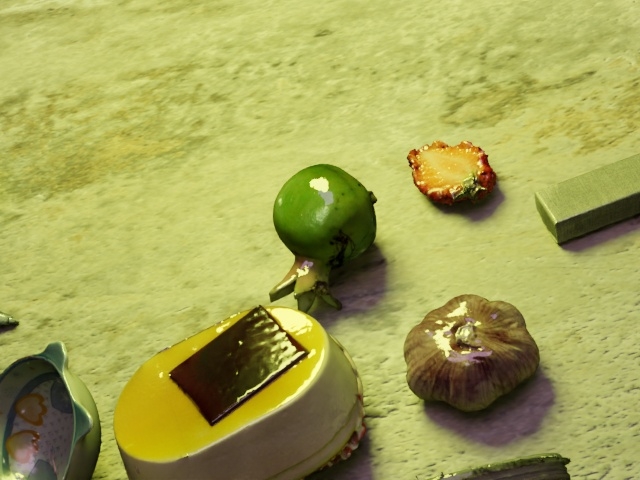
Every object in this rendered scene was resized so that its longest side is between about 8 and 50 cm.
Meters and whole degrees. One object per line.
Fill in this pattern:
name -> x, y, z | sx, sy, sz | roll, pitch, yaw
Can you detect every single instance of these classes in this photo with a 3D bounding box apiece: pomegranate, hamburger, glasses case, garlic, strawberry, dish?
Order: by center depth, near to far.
hamburger -> -0.096, 0.203, 1.342 | 0.295, 0.151, 0.227 | -27, 43, -1
garlic -> 0.176, 0.128, 1.352 | 0.159, 0.102, 0.147 | -8, 48, 9
dish -> -0.319, 0.253, 1.381 | 0.236, 0.086, 0.228 | -52, 50, 21
pomegranate -> 0.000, 0.000, 1.484 | 0.131, 0.152, 0.191 | 10, 69, 25
glasses case -> 0.388, -0.063, 1.488 | 0.205, 0.047, 0.070 | -21, 44, -1
strawberry -> 0.180, -0.091, 1.574 | 0.104, 0.048, 0.152 | -37, 37, -7

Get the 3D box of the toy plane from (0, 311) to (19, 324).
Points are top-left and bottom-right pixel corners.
toy plane -> -0.555, 0.092, 1.588 | 0.267, 0.088, 0.212 | 12, 98, 8

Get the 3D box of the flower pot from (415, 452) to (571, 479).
flower pot -> 0.156, 0.305, 1.158 | 0.236, 0.235, 0.140 | -14, 69, 4
